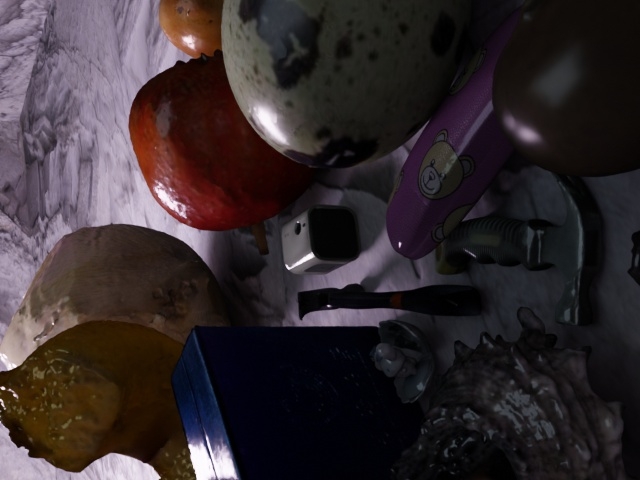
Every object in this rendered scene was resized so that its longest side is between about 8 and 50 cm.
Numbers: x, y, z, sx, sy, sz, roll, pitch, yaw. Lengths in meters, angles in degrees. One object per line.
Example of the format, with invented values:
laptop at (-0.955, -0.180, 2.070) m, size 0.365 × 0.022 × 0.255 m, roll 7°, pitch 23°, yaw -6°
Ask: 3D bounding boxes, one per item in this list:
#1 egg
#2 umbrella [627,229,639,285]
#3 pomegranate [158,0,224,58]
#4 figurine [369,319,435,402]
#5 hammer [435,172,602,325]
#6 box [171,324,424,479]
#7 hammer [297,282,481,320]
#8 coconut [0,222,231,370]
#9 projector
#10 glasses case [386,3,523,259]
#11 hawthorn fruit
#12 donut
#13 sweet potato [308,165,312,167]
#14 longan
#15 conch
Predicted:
egg at (0.035, -0.271, 1.013) m, size 0.288 × 0.288 × 0.379 m, roll 23°, pitch 93°, yaw 59°
umbrella at (0.357, 0.038, 0.610) m, size 0.326 × 0.094 × 0.090 m, roll 18°, pitch 117°, yaw 60°
pomegranate at (-0.188, -0.405, 1.518) m, size 0.191 × 0.191 × 0.191 m, roll -8°, pitch 81°, yaw 60°
figurine at (0.095, 0.143, 1.063) m, size 0.082 × 0.086 × 0.094 m, roll -58°, pitch 16°, yaw -24°
hammer at (0.205, 0.004, 0.931) m, size 0.226 × 0.041 × 0.158 m, roll 0°, pitch 88°, yaw 61°
box at (-0.010, 0.231, 1.055) m, size 0.116 × 0.279 × 0.261 m, roll -62°, pitch 38°, yaw 33°
hammer at (0.080, 0.075, 1.087) m, size 0.290 × 0.137 × 0.037 m, roll -4°, pitch 92°, yaw 52°
coconut at (-0.336, 0.149, 1.548) m, size 0.405 × 0.405 × 0.404 m, roll -8°, pitch 81°, yaw 60°
projector at (0.000, 0.000, 1.251) m, size 0.082 × 0.083 × 0.083 m, roll -29°, pitch 63°, yaw 56°
glasses case at (0.163, -0.114, 0.951) m, size 0.316 × 0.076 × 0.123 m, roll -58°, pitch 21°, yaw 31°
hawthorn fruit at (-0.131, -0.127, 1.331) m, size 0.287 × 0.287 × 0.330 m, roll 16°, pitch 125°, yaw 60°
donut at (-0.195, 0.278, 1.125) m, size 0.163 × 0.378 × 0.435 m, roll -46°, pitch 67°, yaw 19°
sweet potato at (0.024, -0.245, 1.218) m, size 0.097 × 0.097 × 0.291 m, roll 13°, pitch 98°, yaw 60°
longan at (0.241, -0.144, 0.753) m, size 0.189 × 0.189 × 0.189 m, roll -8°, pitch 81°, yaw 60°
conch at (0.193, 0.225, 0.832) m, size 0.241 × 0.186 × 0.312 m, roll 15°, pitch 87°, yaw 45°
